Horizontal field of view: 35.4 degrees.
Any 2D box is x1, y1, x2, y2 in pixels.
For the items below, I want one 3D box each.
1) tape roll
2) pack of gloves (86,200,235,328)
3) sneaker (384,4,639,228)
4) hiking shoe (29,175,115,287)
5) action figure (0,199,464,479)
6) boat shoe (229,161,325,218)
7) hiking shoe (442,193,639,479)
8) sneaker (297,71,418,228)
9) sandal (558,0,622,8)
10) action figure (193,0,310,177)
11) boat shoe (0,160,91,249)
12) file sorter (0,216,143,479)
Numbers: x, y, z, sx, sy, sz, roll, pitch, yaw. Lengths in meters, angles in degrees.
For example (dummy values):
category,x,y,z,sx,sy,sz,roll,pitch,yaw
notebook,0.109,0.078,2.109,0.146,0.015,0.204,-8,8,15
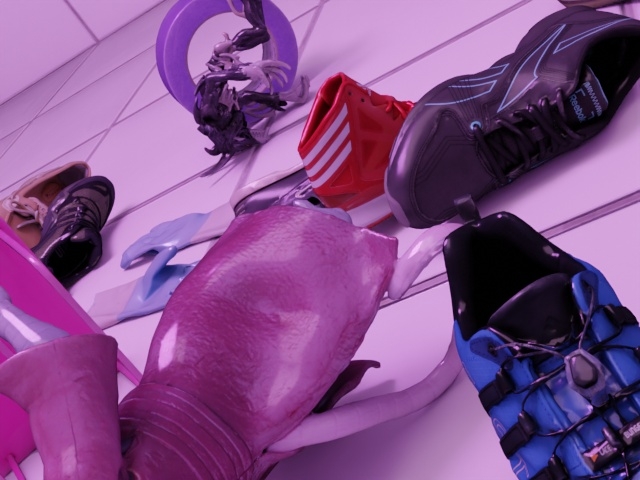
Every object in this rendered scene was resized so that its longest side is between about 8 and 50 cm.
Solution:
category,x,y,z,sx,sy,sz,roll,pitch,yaw
tape roll,-0.131,-0.258,1.401,0.189,0.189,0.080,-38,23,-3
pack of gloves,-0.185,0.011,1.154,0.232,0.046,0.195,-19,30,35
sneaker,0.164,-0.106,0.822,0.267,0.101,0.106,-42,26,-13
hiking shoe,-0.321,-0.001,1.343,0.114,0.086,0.227,-1,45,33
action figure,-0.081,0.144,0.597,0.275,0.248,0.370,8,31,22
boat shoe,0.008,-0.051,1.013,0.206,0.075,0.065,-24,69,16
hiking shoe,0.122,0.087,0.474,0.113,0.132,0.304,-35,23,3
sneaker,0.080,-0.111,0.898,0.221,0.128,0.087,-35,23,-10
sandal,0.326,-0.291,0.956,0.120,0.086,0.302,-48,26,-25
action figure,-0.091,-0.213,1.298,0.141,0.276,0.164,8,7,8
boat shoe,-0.425,-0.048,1.520,0.089,0.104,0.285,-32,23,17
file sorter,-0.311,0.157,0.867,0.290,0.202,0.182,-43,27,-15
